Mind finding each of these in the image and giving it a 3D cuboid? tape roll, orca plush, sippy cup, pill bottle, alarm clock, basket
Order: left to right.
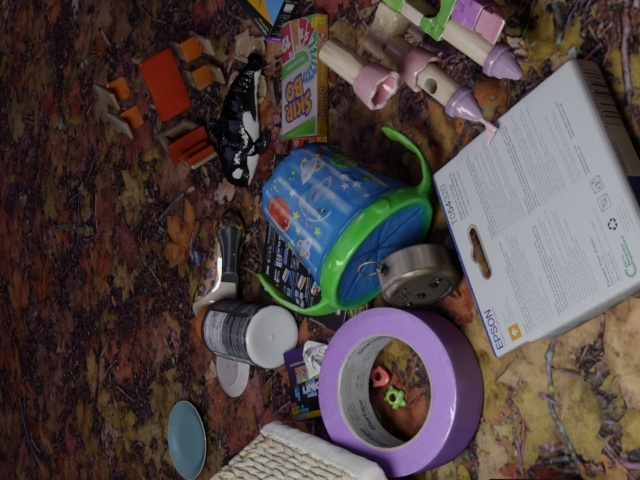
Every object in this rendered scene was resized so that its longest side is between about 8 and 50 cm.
[{"bbox_3d":[-0.180,-0.250,2.044,0.151,0.102,0.287,43,126,37],"label":"orca plush"},{"bbox_3d":[-0.165,0.187,2.023,0.246,0.130,0.130,4,94,54],"label":"pill bottle"},{"bbox_3d":[-0.022,0.531,1.623,0.331,0.266,0.328,6,127,54],"label":"basket"},{"bbox_3d":[0.029,-0.042,1.609,0.224,0.305,0.240,42,148,25],"label":"sippy cup"},{"bbox_3d":[0.129,0.248,1.604,0.275,0.090,0.274,-5,82,39],"label":"tape roll"},{"bbox_3d":[0.142,0.057,1.551,0.129,0.192,0.064,-45,43,45],"label":"alarm clock"}]

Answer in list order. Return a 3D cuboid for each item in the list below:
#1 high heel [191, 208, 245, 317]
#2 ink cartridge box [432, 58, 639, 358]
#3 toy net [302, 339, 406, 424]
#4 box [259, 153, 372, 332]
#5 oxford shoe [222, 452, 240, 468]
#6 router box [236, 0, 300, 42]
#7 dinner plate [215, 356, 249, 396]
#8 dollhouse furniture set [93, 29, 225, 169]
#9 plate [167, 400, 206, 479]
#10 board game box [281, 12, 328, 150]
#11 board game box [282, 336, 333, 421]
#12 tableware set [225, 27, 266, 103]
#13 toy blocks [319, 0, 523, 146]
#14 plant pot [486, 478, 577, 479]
[{"bbox_3d":[-0.227,0.059,2.170,0.261,0.093,0.186,125,151,-50],"label":"high heel"},{"bbox_3d":[0.327,-0.037,1.406,0.330,0.071,0.324,-42,57,49],"label":"ink cartridge box"},{"bbox_3d":[0.045,0.251,1.754,0.232,0.045,0.122,44,108,29],"label":"toy net"},{"bbox_3d":[0.000,0.000,1.845,0.293,0.073,0.295,19,105,51],"label":"box"},{"bbox_3d":[-0.099,0.473,1.997,0.212,0.076,0.076,9,96,37],"label":"oxford shoe"},{"bbox_3d":[-0.108,-0.515,2.006,0.179,0.046,0.133,56,133,36],"label":"router box"},{"bbox_3d":[-0.203,0.281,2.172,0.141,0.017,0.141,2,93,52],"label":"dinner plate"},{"bbox_3d":[-0.327,-0.300,2.160,0.135,0.262,0.259,33,150,46],"label":"dollhouse furniture set"},{"bbox_3d":[-0.313,0.476,2.317,0.188,0.024,0.188,0,90,53],"label":"plate"},{"bbox_3d":[-0.032,-0.309,1.919,0.124,0.039,0.259,2,95,54],"label":"board game box"},{"bbox_3d":[0.001,0.269,1.869,0.170,0.048,0.141,-26,71,51],"label":"board game box"},{"bbox_3d":[-0.156,-0.374,2.095,0.141,0.020,0.168,16,104,53],"label":"tableware set"},{"bbox_3d":[0.215,-0.329,1.424,0.260,0.309,0.288,41,131,23],"label":"toy blocks"},{"bbox_3d":[0.299,0.471,1.310,0.267,0.267,0.235,-66,32,30],"label":"plant pot"}]
